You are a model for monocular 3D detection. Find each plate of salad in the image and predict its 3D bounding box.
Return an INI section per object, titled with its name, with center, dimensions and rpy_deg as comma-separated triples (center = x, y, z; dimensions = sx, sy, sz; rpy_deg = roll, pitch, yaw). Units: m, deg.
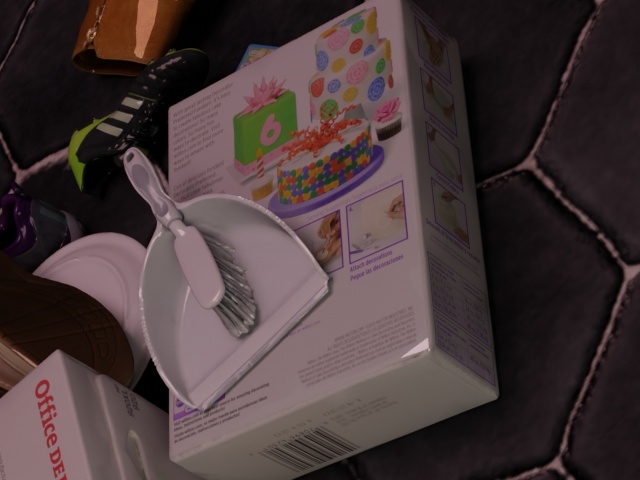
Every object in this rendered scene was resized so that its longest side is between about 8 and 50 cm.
[plate of salad]
center = -0.207, 0.088, 1.553
dimensions = 0.200, 0.048, 0.199
rpy_deg = -19, 54, 29

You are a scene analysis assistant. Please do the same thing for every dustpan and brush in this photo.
[dustpan and brush]
center = -0.095, 0.004, 1.339
dimensions = 0.147, 0.060, 0.211
rpy_deg = -44, 44, 13

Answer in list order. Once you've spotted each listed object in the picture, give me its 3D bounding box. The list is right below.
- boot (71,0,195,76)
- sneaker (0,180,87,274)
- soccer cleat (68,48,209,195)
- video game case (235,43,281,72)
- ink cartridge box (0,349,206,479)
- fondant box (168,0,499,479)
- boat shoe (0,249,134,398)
[boot]
center = -0.122, -0.257, 1.685
dimensions = 0.295, 0.104, 0.211
rpy_deg = -10, 61, 52
[sneaker]
center = -0.313, 0.053, 1.643
dimensions = 0.083, 0.098, 0.223
rpy_deg = 26, 82, 50
[soccer cleat]
center = -0.162, -0.107, 1.653
dimensions = 0.179, 0.060, 0.072
rpy_deg = -38, 51, 27
[video game case]
center = -0.059, -0.094, 1.569
dimensions = 0.119, 0.015, 0.166
rpy_deg = 14, 73, 48
[ink cartridge box]
center = -0.203, 0.238, 1.348
dimensions = 0.233, 0.168, 0.171
rpy_deg = -39, 42, 16
[fondant box]
center = 0.000, 0.000, 1.370
dimensions = 0.238, 0.096, 0.330
rpy_deg = -25, 52, 29
[boat shoe]
center = -0.260, 0.086, 1.504
dimensions = 0.302, 0.109, 0.098
rpy_deg = 27, 120, 40
